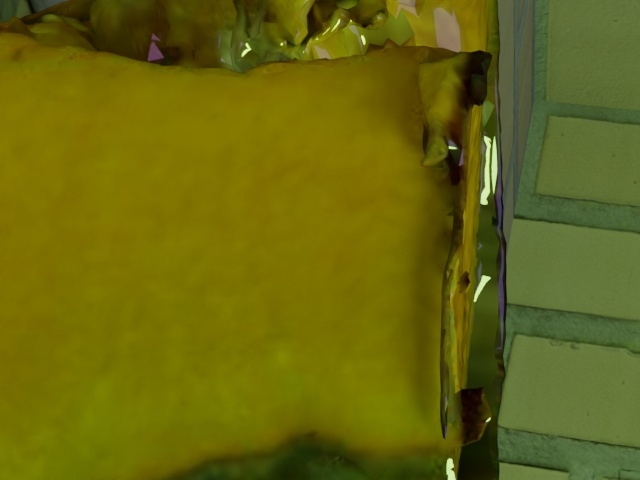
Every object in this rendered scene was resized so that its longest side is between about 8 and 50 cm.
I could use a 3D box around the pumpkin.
[{"bbox_3d":[-0.036,0.029,0.678,0.303,0.225,0.256,-41,134,-74],"label":"pumpkin"}]
